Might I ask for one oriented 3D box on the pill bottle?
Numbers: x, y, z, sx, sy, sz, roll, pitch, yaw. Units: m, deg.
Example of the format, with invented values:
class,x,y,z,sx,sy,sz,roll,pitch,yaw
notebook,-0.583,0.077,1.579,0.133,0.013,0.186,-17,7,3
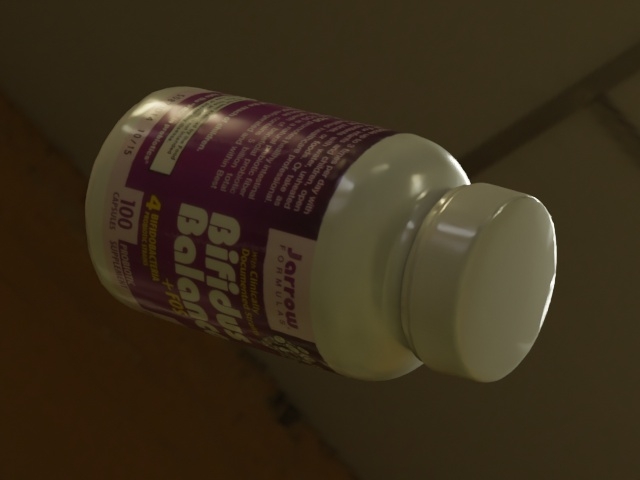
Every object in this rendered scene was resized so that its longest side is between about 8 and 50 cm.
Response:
class,x,y,z,sx,sy,sz,roll,pitch,yaw
pill bottle,0.000,0.000,1.281,0.302,0.169,0.169,14,-49,35
